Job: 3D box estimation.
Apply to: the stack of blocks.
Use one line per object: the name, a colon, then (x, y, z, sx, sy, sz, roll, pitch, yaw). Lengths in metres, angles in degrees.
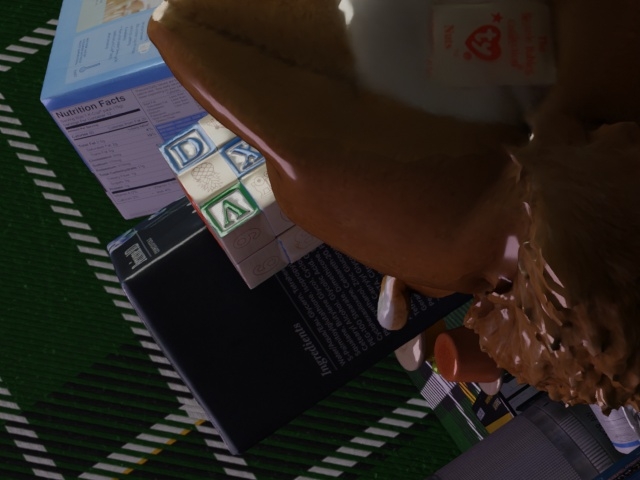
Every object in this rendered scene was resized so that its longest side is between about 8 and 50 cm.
stack of blocks: (0.029, -0.086, 1.201, 0.171, 0.297, 0.087, 53, 173, 37)

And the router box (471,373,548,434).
router box: (0.323, 0.295, 1.919, 0.243, 0.081, 0.309, 54, 174, 14)

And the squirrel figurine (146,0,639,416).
squirrel figurine: (0.118, -0.019, 0.921, 0.397, 0.281, 0.370, 49, 168, 18)

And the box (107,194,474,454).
box: (0.000, 0.000, 1.423, 0.212, 0.395, 0.293, 57, 173, -12)

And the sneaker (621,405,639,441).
sneaker: (0.281, 0.102, 1.087, 0.110, 0.118, 0.292, 57, 176, -23)

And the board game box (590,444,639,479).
board game box: (0.344, 0.328, 1.122, 0.336, 0.254, 0.079, 56, 173, 1)

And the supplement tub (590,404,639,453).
supplement tub: (0.306, 0.155, 1.376, 0.107, 0.071, 0.071, 58, 174, -11)

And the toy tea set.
toy tea set: (0.157, 0.045, 1.690, 0.200, 0.124, 0.336, 123, 137, -57)

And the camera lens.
camera lens: (0.262, 0.308, 1.550, 0.219, 0.274, 0.219, 55, 174, 9)

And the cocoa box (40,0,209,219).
cocoa box: (-0.182, -0.243, 1.723, 0.228, 0.231, 0.347, 60, -157, -44)
